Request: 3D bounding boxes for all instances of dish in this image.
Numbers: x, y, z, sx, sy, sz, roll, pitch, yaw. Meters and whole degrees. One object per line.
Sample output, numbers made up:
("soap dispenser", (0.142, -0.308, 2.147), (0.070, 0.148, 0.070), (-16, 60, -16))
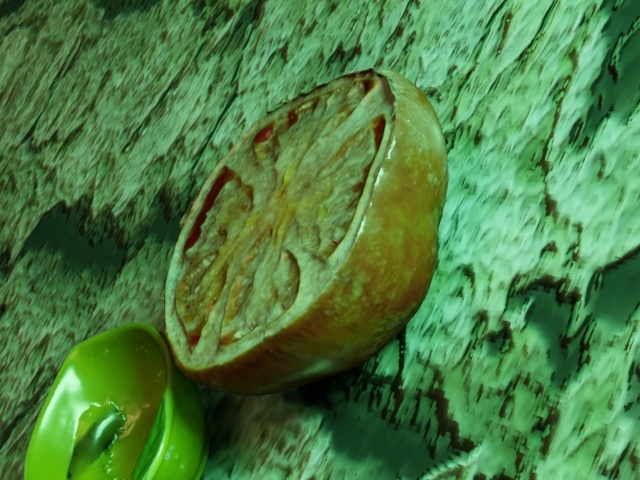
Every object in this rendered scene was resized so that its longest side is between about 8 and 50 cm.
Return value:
("dish", (-0.130, 0.145, 0.823), (0.149, 0.080, 0.208), (-47, 34, 8))

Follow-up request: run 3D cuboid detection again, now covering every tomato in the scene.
("tomato", (0.000, 0.000, 0.764), (0.237, 0.095, 0.237), (-36, 37, 33))
